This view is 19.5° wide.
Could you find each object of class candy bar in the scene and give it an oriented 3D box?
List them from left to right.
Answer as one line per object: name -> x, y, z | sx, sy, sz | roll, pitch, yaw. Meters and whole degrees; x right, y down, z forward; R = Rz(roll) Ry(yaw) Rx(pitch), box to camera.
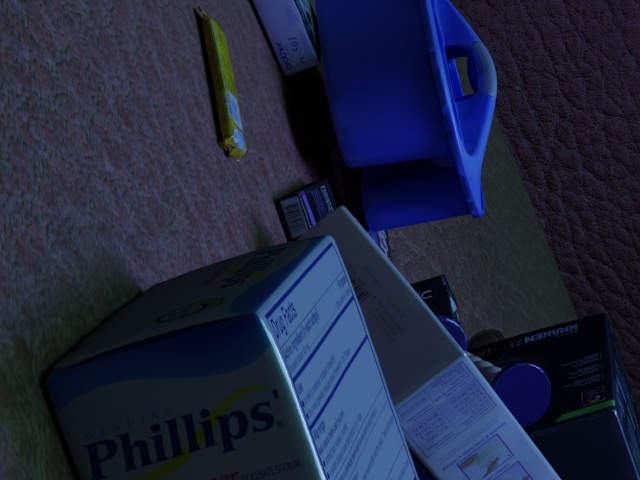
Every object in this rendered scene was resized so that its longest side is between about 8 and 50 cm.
candy bar -> -0.092, -0.148, 1.742 | 0.040, 0.018, 0.161 | 45, 30, -57

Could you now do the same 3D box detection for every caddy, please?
caddy -> 0.111, -0.171, 2.115 | 0.241, 0.179, 0.341 | 69, 11, -47

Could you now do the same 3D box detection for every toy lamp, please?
toy lamp -> 0.163, 0.137, 2.074 | 0.275, 0.080, 0.080 | 26, -39, 64

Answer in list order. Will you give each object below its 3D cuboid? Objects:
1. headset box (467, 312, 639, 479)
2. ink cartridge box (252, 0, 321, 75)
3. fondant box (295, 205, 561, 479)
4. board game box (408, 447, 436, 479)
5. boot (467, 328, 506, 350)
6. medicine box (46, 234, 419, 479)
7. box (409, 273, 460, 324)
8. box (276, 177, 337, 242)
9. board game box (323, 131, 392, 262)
headset box -> 0.228, 0.224, 2.089 | 0.283, 0.246, 0.131 | -73, 144, -67
ink cartridge box -> -0.056, -0.293, 2.038 | 0.097, 0.046, 0.207 | -88, 157, -61
fondant box -> 0.108, 0.148, 1.760 | 0.330, 0.096, 0.238 | 50, 1, -44
board game box -> 0.134, 0.294, 1.828 | 0.210, 0.047, 0.160 | 51, 0, 15
boot -> 0.241, 0.235, 2.546 | 0.152, 0.073, 0.197 | 58, 31, -45
medicine box -> -0.034, 0.168, 1.243 | 0.263, 0.149, 0.289 | -47, 118, -76
box -> 0.137, 0.095, 2.297 | 0.052, 0.062, 0.083 | 62, 15, -46
box -> 0.000, 0.000, 1.911 | 0.162, 0.029, 0.116 | -40, 111, -78
board game box -> 0.055, 0.023, 2.124 | 0.145, 0.027, 0.281 | 60, 17, -49
